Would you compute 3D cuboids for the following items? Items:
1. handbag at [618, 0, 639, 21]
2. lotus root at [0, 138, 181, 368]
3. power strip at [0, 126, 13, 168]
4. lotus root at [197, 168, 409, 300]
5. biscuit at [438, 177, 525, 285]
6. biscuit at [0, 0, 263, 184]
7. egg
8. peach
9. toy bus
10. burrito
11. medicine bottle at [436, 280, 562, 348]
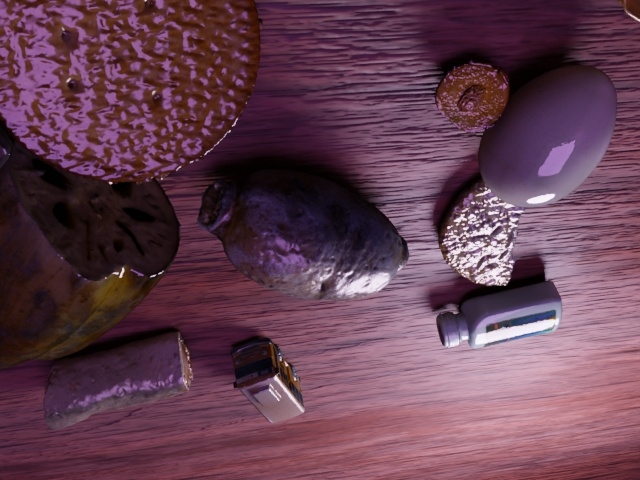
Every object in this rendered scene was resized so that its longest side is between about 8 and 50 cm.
[{"bbox_3d":[0.508,-0.357,0.711,0.401,0.133,0.283,7,130,-22],"label":"handbag"},{"bbox_3d":[-0.361,0.032,0.845,0.250,0.250,0.346,27,127,-37],"label":"lotus root"},{"bbox_3d":[-0.465,-0.134,0.705,0.251,0.092,0.257,-32,98,31],"label":"power strip"},{"bbox_3d":[0.001,0.000,0.949,0.349,0.175,0.175,14,133,-32],"label":"lotus root"},{"bbox_3d":[0.265,-0.014,1.097,0.141,0.038,0.290,-10,137,-2],"label":"biscuit"},{"bbox_3d":[-0.207,-0.201,0.699,0.305,0.038,0.305,-13,123,-21],"label":"biscuit"},{"bbox_3d":[0.305,-0.139,0.880,0.151,0.151,0.209,19,123,-31],"label":"egg"},{"bbox_3d":[0.196,-0.193,0.861,0.098,0.061,0.098,0,108,-1],"label":"peach"},{"bbox_3d":[-0.102,0.278,1.283,0.091,0.103,0.182,-19,138,7],"label":"toy bus"},{"bbox_3d":[-0.381,0.261,1.196,0.299,0.105,0.143,-16,143,1],"label":"burrito"},{"bbox_3d":[0.342,0.151,1.269,0.228,0.083,0.121,-12,142,0],"label":"medicine bottle"}]
